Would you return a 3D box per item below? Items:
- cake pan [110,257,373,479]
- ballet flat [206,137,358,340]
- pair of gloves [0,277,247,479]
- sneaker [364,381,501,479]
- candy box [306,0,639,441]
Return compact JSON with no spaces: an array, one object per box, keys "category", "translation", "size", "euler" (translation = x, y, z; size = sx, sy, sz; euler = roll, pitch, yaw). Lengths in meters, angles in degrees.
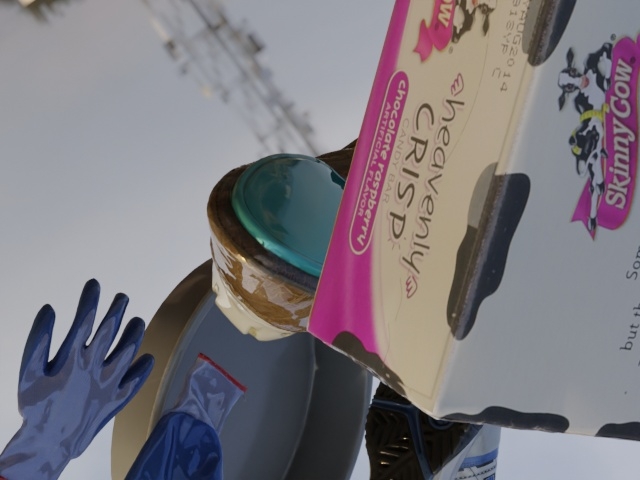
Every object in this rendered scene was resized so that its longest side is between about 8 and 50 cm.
[{"category":"cake pan","translation":[-0.058,0.134,1.301],"size":[0.054,0.293,0.293],"euler":[13,-136,32]},{"category":"ballet flat","translation":[0.000,0.000,1.107],"size":[0.124,0.116,0.342],"euler":[-43,175,27]},{"category":"pair of gloves","translation":[-0.129,0.128,1.137],"size":[0.023,0.198,0.159],"euler":[0,-123,50]},{"category":"sneaker","translation":[0.073,0.147,1.081],"size":[0.080,0.081,0.211],"euler":[13,-101,40]},{"category":"candy box","translation":[0.127,-0.024,0.479],"size":[0.071,0.233,0.159],"euler":[29,-74,57]}]
